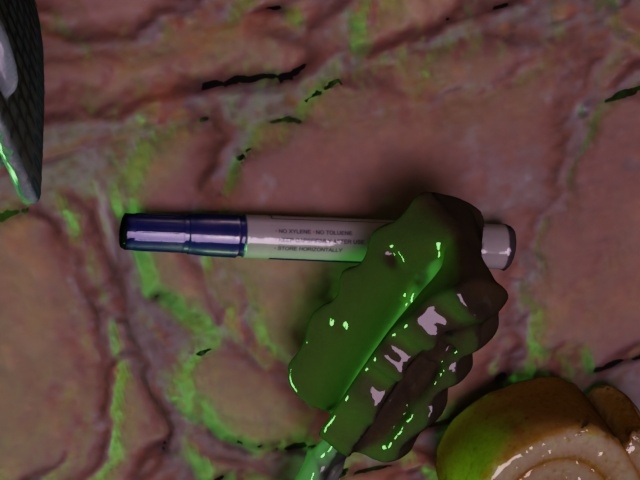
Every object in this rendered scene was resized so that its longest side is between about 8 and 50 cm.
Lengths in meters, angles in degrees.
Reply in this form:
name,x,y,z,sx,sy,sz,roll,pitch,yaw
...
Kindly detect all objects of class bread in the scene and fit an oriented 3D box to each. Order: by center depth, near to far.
name,x,y,z,sx,sy,sz,roll,pitch,yaw
bread,0.135,0.140,0.905,0.122,0.073,0.149,-31,120,-4

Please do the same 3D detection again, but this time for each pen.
name,x,y,z,sx,sy,sz,roll,pitch,yaw
pen,0.000,0.000,0.831,0.204,0.025,0.025,2,114,-13

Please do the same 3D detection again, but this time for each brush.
name,x,y,z,sx,sy,sz,roll,pitch,yaw
brush,0.003,0.110,0.847,0.071,0.084,0.301,15,123,-24

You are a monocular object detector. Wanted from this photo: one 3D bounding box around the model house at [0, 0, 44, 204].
name,x,y,z,sx,sy,sz,roll,pitch,yaw
model house,-0.219,-0.065,0.645,0.215,0.224,0.198,-39,115,11
